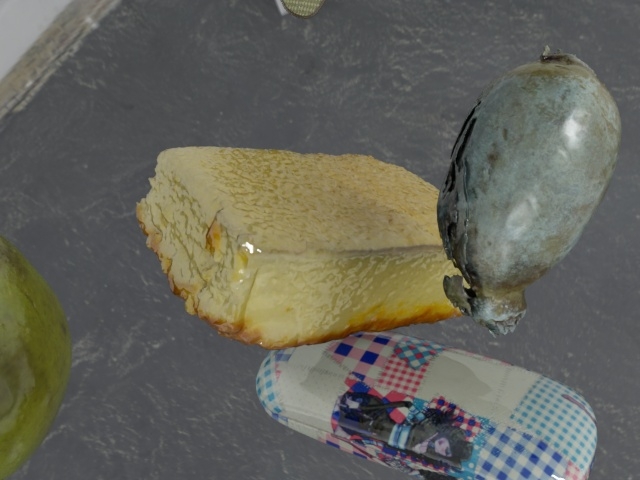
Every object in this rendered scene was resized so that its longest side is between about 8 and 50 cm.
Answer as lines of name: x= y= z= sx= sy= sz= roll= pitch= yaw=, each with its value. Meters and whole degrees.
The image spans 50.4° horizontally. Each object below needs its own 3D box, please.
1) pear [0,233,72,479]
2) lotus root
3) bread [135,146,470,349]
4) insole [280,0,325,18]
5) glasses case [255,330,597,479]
pear: x=-0.489 y=0.157 z=0.848 sx=0.351 sy=0.414 sz=0.352 roll=-2 pitch=42 yaw=2
lotus root: x=0.111 y=-0.028 z=0.382 sx=0.088 sy=0.088 sz=0.165 roll=22 pitch=96 yaw=21
bread: x=0.000 y=0.000 z=0.606 sx=0.185 sy=0.274 sz=0.114 roll=44 pitch=124 yaw=43
insole: x=-0.004 y=-0.401 z=0.828 sx=0.086 sy=0.253 sz=0.005 roll=6 pitch=25 yaw=-16
glasses case: x=0.090 y=0.155 z=0.650 sx=0.327 sy=0.076 sz=0.125 roll=12 pitch=45 yaw=26
